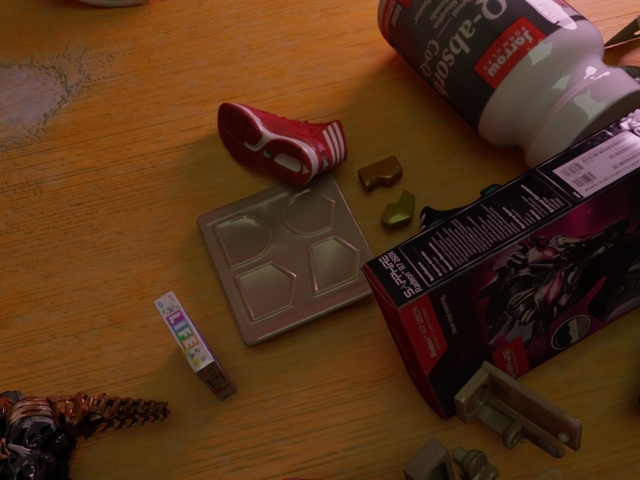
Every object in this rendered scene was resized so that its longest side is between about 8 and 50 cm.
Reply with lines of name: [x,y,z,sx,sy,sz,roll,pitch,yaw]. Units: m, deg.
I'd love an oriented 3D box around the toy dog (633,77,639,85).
toy dog: [0.602,-0.235,0.805,0.395,0.408,0.285,18,90,22]

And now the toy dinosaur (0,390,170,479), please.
toy dinosaur: [-0.351,0.259,0.808,0.322,0.164,0.218,-33,49,11]

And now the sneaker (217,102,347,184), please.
sneaker: [-0.051,-0.155,1.032,0.128,0.087,0.221,-21,46,-40]

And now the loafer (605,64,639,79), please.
loafer: [0.465,-0.249,1.052,0.125,0.039,0.045,12,100,6]

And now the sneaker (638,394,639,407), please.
sneaker: [0.439,0.113,0.867,0.228,0.086,0.132,-36,63,-24]

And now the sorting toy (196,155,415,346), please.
sorting toy: [0.000,0.000,0.965,0.307,0.041,0.229,-22,61,-7]

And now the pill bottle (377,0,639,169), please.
pill bottle: [0.266,-0.268,0.977,0.210,0.210,0.363,-34,67,-12]

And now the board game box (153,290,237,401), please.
board game box: [-0.153,0.135,0.843,0.026,0.154,0.103,-33,68,-11]

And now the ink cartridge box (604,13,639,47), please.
ink cartridge box: [0.543,-0.328,0.989,0.171,0.235,0.056,-16,82,-5]

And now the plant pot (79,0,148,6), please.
plant pot: [-0.366,-0.632,1.149,0.333,0.334,0.306,-6,54,1]

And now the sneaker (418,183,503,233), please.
sneaker: [0.279,-0.031,0.922,0.302,0.108,0.121,-11,53,-11]

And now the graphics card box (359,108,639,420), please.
graphics card box: [0.255,0.037,0.799,0.370,0.233,0.094,-30,40,-5]

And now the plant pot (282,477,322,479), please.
plant pot: [0.085,0.371,0.672,0.243,0.275,0.275,1,64,-9]

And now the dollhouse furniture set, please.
dollhouse furniture set: [0.193,0.256,0.758,0.151,0.144,0.123,-42,49,-21]
